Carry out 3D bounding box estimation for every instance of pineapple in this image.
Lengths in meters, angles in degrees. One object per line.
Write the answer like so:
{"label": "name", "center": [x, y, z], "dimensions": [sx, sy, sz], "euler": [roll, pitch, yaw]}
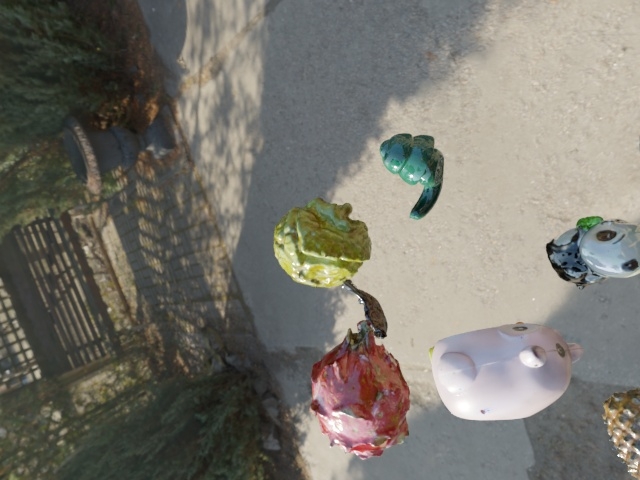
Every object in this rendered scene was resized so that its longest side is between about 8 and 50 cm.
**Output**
{"label": "pineapple", "center": [0.749, 0.506, 0.920], "dimensions": [0.175, 0.175, 0.361], "euler": [127, 145, -46]}

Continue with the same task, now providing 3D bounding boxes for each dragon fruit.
{"label": "dragon fruit", "center": [0.076, 0.293, 0.856], "dimensions": [0.205, 0.210, 0.268], "euler": [24, 118, 56]}

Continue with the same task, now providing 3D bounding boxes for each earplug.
{"label": "earplug", "center": [0.303, -0.229, 1.417], "dimensions": [0.280, 0.164, 0.257], "euler": [26, 140, -11]}

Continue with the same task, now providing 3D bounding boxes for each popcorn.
{"label": "popcorn", "center": [-0.004, 0.005, 1.241], "dimensions": [0.282, 0.282, 0.247], "euler": [-44, 49, 48]}

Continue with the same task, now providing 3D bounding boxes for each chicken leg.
{"label": "chicken leg", "center": [0.163, 0.234, 1.534], "dimensions": [0.051, 0.106, 0.253], "euler": [-41, 80, 40]}

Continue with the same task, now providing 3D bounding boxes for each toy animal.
{"label": "toy animal", "center": [0.861, 0.026, 1.338], "dimensions": [0.213, 0.212, 0.267], "euler": [60, 153, 8]}

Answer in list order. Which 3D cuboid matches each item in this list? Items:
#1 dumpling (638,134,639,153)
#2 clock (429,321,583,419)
{"label": "dumpling", "center": [1.119, -0.390, 1.291], "dimensions": [0.211, 0.270, 0.321], "euler": [24, 140, 31]}
{"label": "clock", "center": [0.535, 0.387, 1.265], "dimensions": [0.376, 0.368, 0.251], "euler": [-36, 56, 47]}
